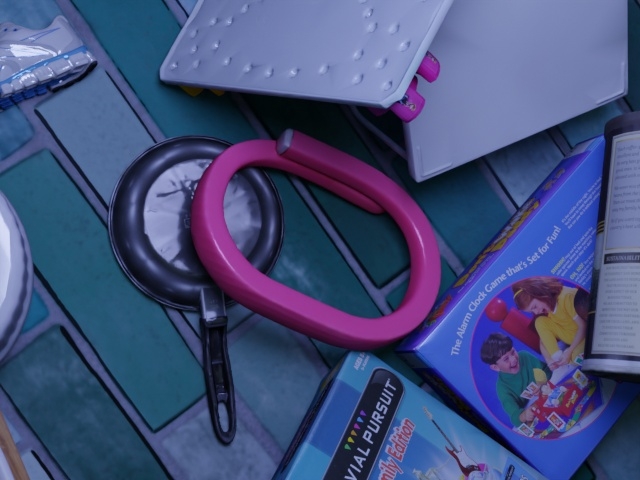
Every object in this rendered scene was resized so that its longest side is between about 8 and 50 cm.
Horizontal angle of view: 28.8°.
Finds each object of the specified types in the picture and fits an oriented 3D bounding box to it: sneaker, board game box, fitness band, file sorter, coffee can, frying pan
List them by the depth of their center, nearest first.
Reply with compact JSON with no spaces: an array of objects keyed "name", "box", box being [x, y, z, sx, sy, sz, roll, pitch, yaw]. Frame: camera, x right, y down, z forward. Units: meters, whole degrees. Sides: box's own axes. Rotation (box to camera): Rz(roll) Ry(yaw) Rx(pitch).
[{"name":"board game box","box":[0.042,-0.305,1.275,0.050,0.390,0.390,38,75,-38]},{"name":"board game box","box":[0.118,0.290,1.280,0.336,0.079,0.254,36,34,-3]},{"name":"sneaker","box":[-0.338,-0.184,1.314,0.191,0.071,0.083,-25,85,-24]},{"name":"coffee can","box":[0.392,0.017,1.330,0.202,0.201,0.275,10,82,-14]},{"name":"fitness band","box":[0.000,0.000,1.342,0.291,0.054,0.209,25,58,-19]},{"name":"frying pan","box":[-0.146,0.039,1.349,0.197,0.053,0.326,16,77,-13]},{"name":"file sorter","box":[0.174,-0.229,1.369,0.278,0.173,0.192,-23,128,-16]},{"name":"board game box","box":[0.287,0.080,1.441,0.233,0.078,0.347,45,75,-7]}]

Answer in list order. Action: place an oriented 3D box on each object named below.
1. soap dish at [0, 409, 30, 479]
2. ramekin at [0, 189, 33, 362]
[{"name":"soap dish","box":[-0.404,0.310,1.195,0.291,0.118,0.228,-22,94,-9]},{"name":"ramekin","box":[-0.414,0.029,1.197,0.277,0.135,0.277,2,83,-16]}]
